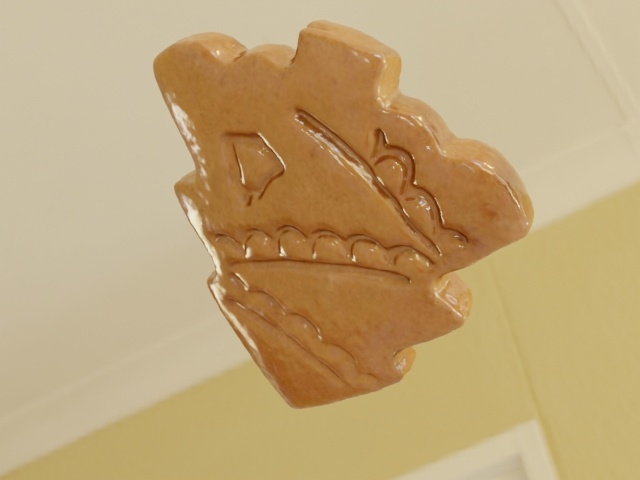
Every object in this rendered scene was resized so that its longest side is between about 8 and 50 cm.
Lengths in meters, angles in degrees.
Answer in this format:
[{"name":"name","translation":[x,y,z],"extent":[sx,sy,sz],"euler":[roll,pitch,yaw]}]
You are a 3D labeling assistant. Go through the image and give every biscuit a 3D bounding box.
[{"name":"biscuit","translation":[0.000,0.000,0.949],"extent":[0.043,0.284,0.306],"euler":[-41,-33,-48]}]
